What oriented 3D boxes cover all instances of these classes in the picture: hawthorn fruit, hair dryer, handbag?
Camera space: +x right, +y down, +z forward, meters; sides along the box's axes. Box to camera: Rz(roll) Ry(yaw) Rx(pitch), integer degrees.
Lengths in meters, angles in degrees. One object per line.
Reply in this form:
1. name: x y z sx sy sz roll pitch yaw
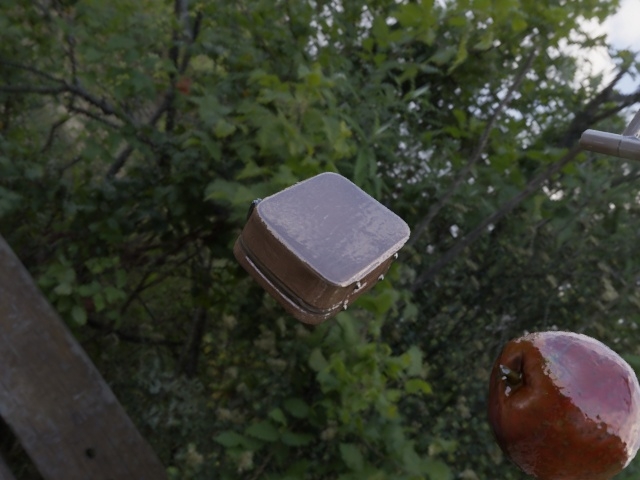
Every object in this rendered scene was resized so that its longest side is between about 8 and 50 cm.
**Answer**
1. hawthorn fruit: 0.420 0.288 1.416 0.299 0.275 0.275 29 6 -23
2. hair dryer: 0.737 -0.299 1.882 0.053 0.220 0.195 22 -1 -43
3. handbag: 0.000 0.000 0.881 0.151 0.072 0.193 39 35 12
